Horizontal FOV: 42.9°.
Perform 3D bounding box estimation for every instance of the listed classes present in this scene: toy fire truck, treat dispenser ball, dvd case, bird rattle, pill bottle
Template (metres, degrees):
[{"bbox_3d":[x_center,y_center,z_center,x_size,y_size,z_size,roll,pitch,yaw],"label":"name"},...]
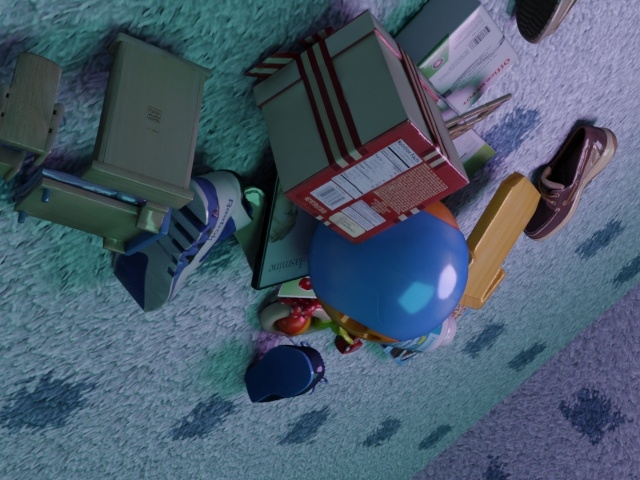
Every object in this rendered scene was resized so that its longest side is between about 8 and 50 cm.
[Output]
[{"bbox_3d":[0.133,0.214,2.117,0.135,0.047,0.192,-3,136,-45],"label":"toy fire truck"},{"bbox_3d":[0.121,0.040,1.462,0.288,0.288,0.288,-26,148,-18],"label":"treat dispenser ball"},{"bbox_3d":[-0.035,-0.036,1.494,0.180,0.022,0.253,-15,128,-41],"label":"dvd case"},{"bbox_3d":[-0.037,0.168,1.798,0.207,0.143,0.253,-22,159,24],"label":"bird rattle"},{"bbox_3d":[0.213,0.196,2.004,0.264,0.146,0.146,17,122,-37],"label":"pill bottle"}]

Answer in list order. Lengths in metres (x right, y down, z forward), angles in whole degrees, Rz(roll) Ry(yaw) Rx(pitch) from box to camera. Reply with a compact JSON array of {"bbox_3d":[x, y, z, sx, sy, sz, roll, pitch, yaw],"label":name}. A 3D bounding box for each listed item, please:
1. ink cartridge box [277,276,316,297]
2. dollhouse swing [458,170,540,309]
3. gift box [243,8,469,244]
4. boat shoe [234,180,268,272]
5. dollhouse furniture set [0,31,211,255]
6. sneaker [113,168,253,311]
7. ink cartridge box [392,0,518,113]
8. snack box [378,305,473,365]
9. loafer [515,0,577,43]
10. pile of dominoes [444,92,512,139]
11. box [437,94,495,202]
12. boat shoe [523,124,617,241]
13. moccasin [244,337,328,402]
[{"bbox_3d":[0.000,0.000,1.622,0.171,0.056,0.235,7,114,-51],"label":"ink cartridge box"},{"bbox_3d":[0.285,-0.020,1.833,0.347,0.315,0.305,17,89,-65],"label":"dollhouse swing"},{"bbox_3d":[0.039,-0.175,1.276,0.276,0.258,0.255,-25,146,18],"label":"gift box"},{"bbox_3d":[-0.123,-0.028,1.500,0.081,0.068,0.227,-15,137,-7],"label":"boat shoe"},{"bbox_3d":[-0.336,-0.134,1.144,0.286,0.198,0.303,18,154,-30],"label":"dollhouse furniture set"},{"bbox_3d":[-0.207,-0.012,1.362,0.182,0.127,0.315,-28,165,-47],"label":"sneaker"},{"bbox_3d":[0.239,-0.334,1.433,0.153,0.087,0.208,-44,148,12],"label":"ink cartridge box"},{"bbox_3d":[0.313,0.215,2.289,0.322,0.060,0.187,-39,150,3],"label":"snack box"},{"bbox_3d":[0.435,-0.468,1.436,0.092,0.102,0.268,-10,140,-29],"label":"loafer"},{"bbox_3d":[0.216,-0.173,1.488,0.251,0.040,0.196,-25,174,-20],"label":"pile of dominoes"},{"bbox_3d":[0.209,-0.165,1.669,0.232,0.058,0.322,-44,148,13],"label":"box"},{"bbox_3d":[0.595,-0.145,2.045,0.123,0.123,0.342,8,129,-33],"label":"boat shoe"},{"bbox_3d":[-0.069,0.297,1.895,0.117,0.137,0.342,-7,171,-30],"label":"moccasin"}]
